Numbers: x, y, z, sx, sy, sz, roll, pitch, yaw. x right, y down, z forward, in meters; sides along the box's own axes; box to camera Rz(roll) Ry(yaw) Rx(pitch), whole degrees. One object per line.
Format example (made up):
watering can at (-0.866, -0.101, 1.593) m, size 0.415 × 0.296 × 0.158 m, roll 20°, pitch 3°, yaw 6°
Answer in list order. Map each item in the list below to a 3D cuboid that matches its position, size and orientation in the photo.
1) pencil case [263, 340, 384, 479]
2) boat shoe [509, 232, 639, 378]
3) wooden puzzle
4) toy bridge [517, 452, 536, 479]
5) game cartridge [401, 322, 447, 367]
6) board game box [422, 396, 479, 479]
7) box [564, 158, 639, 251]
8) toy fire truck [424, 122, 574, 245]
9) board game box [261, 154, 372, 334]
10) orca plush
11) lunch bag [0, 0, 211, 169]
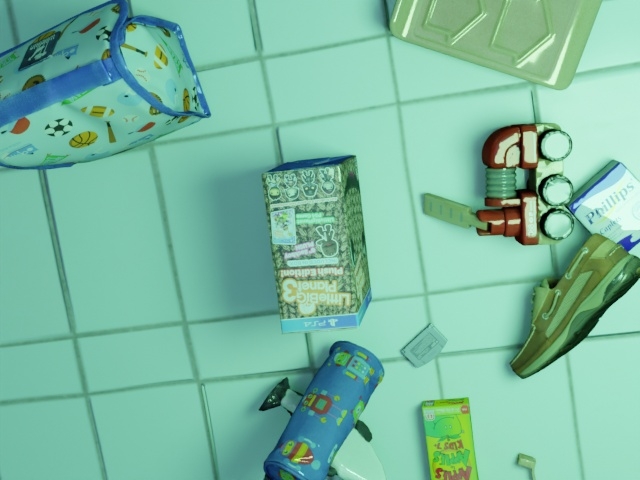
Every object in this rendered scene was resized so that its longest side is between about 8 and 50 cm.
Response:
pencil case at (0.009, 0.340, 1.670) m, size 0.119 × 0.306 × 0.133 m, roll 14°, pitch 144°, yaw 27°
boat shoe at (0.452, 0.119, 1.627) m, size 0.120 × 0.122 × 0.324 m, roll 48°, pitch 123°, yaw 23°
wooden puzzle at (0.332, -0.471, 1.578) m, size 0.347 × 0.080 × 0.322 m, roll 18°, pitch 103°, yaw 1°
toy bridge at (0.397, 0.519, 1.758) m, size 0.063 × 0.026 × 0.188 m, roll 16°, pitch 103°, yaw 5°
game cartridge at (0.207, 0.210, 1.743) m, size 0.083 × 0.017 × 0.056 m, roll -44°, pitch 87°, yaw 14°
board game box at (0.259, 0.407, 1.753) m, size 0.092 × 0.043 × 0.181 m, roll -7°, pitch 98°, yaw 10°
box at (0.538, -0.056, 1.613) m, size 0.126 × 0.072 × 0.137 m, roll -43°, pitch 90°, yaw 13°
toy fire truck at (0.319, -0.101, 1.619) m, size 0.246 × 0.158 × 0.217 m, roll -4°, pitch 100°, yaw 0°
board game box at (0.000, 0.000, 1.631) m, size 0.141 × 0.232 × 0.291 m, roll -5°, pitch 99°, yaw 10°
orca plush at (-0.001, 0.412, 1.771) m, size 0.287 × 0.151 × 0.102 m, roll 30°, pitch 134°, yaw 0°
lunch bag at (-0.419, -0.267, 1.577) m, size 0.327 × 0.385 × 0.239 m, roll -20°, pitch 96°, yaw 13°
